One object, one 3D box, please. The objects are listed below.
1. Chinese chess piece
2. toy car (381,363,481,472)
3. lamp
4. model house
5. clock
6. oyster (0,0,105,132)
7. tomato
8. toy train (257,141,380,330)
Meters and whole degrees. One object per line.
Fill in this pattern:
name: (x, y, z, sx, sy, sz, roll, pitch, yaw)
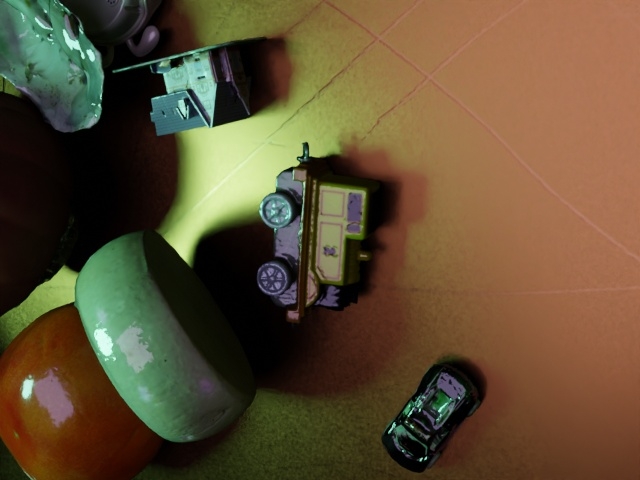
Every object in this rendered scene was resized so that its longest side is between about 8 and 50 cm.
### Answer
Chinese chess piece: (-0.175, 0.108, 1.053, 0.101, 0.250, 0.250, -32, 86, 3)
toy car: (0.121, 0.204, 1.038, 0.069, 0.055, 0.142, 39, 113, 18)
lamp: (-0.437, -0.041, 1.137, 0.303, 0.257, 0.303, -26, 52, 37)
model house: (-0.140, -0.172, 1.057, 0.166, 0.117, 0.088, -8, 101, 24)
clock: (-0.266, -0.311, 1.116, 0.151, 0.062, 0.191, -10, 96, 27)
oyster: (-0.350, -0.238, 1.101, 0.252, 0.087, 0.200, 14, 114, 34)
tomato: (-0.309, 0.204, 1.162, 0.259, 0.180, 0.260, 23, 126, 36)
toy train: (0.000, 0.000, 1.038, 0.127, 0.089, 0.220, 7, 103, 14)
